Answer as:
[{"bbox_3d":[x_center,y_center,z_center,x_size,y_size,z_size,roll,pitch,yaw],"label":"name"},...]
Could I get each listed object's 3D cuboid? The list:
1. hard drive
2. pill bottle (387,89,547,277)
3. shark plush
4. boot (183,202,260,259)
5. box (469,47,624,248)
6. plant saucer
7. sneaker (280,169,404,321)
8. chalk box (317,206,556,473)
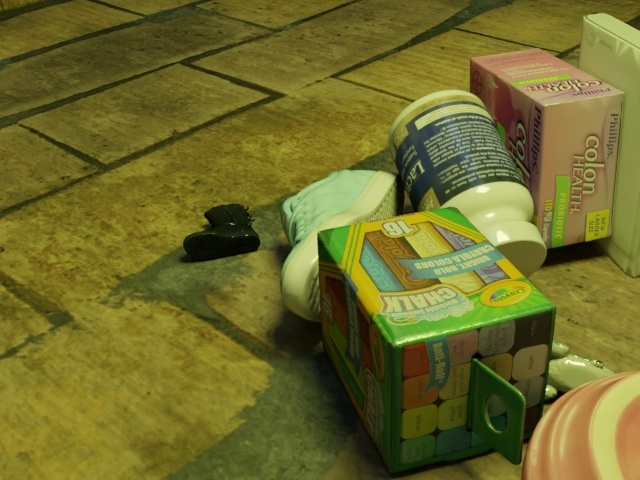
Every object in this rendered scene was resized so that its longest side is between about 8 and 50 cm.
[{"bbox_3d":[0.409,-0.132,1.165,0.040,0.307,0.203,-11,33,-10],"label":"hard drive"},{"bbox_3d":[0.200,-0.067,1.161,0.153,0.153,0.265,-9,54,-12],"label":"pill bottle"},{"bbox_3d":[0.305,0.146,0.965,0.161,0.073,0.067,2,1,14],"label":"shark plush"},{"bbox_3d":[-0.152,-0.017,1.259,0.121,0.045,0.099,-5,33,-19],"label":"boot"},{"bbox_3d":[0.314,-0.139,1.224,0.117,0.213,0.243,-11,29,-11],"label":"box"},{"bbox_3d":[0.349,0.230,0.740,0.332,0.084,0.332,6,39,-5],"label":"plant saucer"},{"bbox_3d":[0.000,0.000,1.157,0.150,0.135,0.366,6,22,21],"label":"sneaker"},{"bbox_3d":[0.125,0.115,0.901,0.179,0.180,0.289,-11,31,-14],"label":"chalk box"}]
